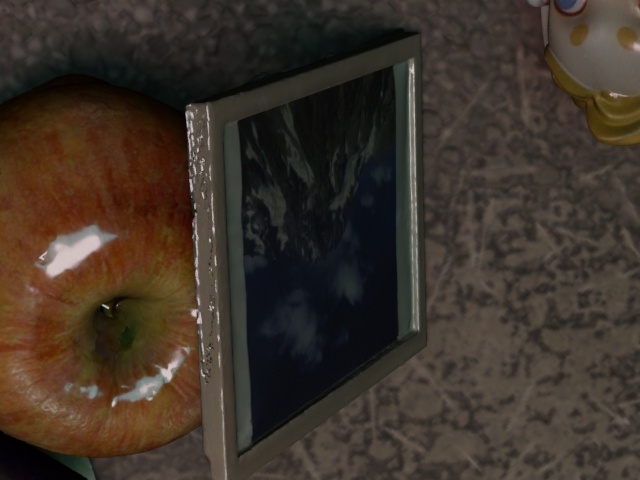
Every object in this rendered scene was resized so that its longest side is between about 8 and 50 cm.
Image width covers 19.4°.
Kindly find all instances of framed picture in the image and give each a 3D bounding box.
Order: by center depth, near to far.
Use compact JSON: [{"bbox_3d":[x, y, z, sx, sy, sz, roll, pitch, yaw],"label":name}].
[{"bbox_3d":[0.000,0.000,1.050,0.019,0.281,0.209,4,106,25],"label":"framed picture"}]

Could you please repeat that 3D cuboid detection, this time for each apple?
[{"bbox_3d":[-0.128,0.015,1.062,0.211,0.188,0.211,-5,109,-15],"label":"apple"}]

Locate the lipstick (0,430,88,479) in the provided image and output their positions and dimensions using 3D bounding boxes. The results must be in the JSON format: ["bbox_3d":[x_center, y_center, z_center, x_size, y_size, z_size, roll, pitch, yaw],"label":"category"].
[{"bbox_3d":[-0.270,0.106,1.081,0.299,0.081,0.081,26,100,13],"label":"lipstick"}]

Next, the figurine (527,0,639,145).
[{"bbox_3d":[0.187,-0.193,1.096,0.194,0.133,0.274,-18,81,29],"label":"figurine"}]

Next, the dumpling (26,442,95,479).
[{"bbox_3d":[-0.217,0.210,1.143,0.152,0.108,0.219,39,98,-13],"label":"dumpling"}]
